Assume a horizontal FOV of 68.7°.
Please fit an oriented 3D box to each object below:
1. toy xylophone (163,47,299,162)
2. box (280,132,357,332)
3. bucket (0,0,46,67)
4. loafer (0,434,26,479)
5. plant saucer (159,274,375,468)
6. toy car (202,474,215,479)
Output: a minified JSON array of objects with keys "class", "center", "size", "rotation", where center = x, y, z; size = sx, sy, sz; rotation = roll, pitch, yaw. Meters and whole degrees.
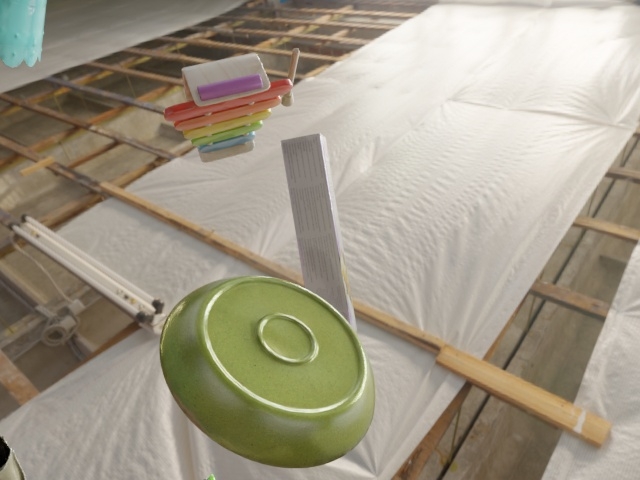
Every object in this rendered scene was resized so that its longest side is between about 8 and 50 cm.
[{"class":"toy xylophone","center":[-0.142,-0.237,0.829],"size":[0.237,0.081,0.323],"rotation":[-19,177,-6]},{"class":"box","center":[0.000,0.000,0.735],"size":[0.067,0.323,0.063],"rotation":[-10,-178,11]},{"class":"bucket","center":[-0.761,-0.533,1.043],"size":[0.282,0.183,0.281],"rotation":[24,-157,-11]},{"class":"loafer","center":[-0.582,0.398,0.807],"size":[0.092,0.268,0.102],"rotation":[12,-146,30]},{"class":"plant saucer","center":[-0.041,0.113,0.492],"size":[0.241,0.037,0.240],"rotation":[21,-149,-13]},{"class":"toy car","center":[-0.233,0.461,0.735],"size":[0.053,0.239,0.225],"rotation":[46,-153,10]}]
